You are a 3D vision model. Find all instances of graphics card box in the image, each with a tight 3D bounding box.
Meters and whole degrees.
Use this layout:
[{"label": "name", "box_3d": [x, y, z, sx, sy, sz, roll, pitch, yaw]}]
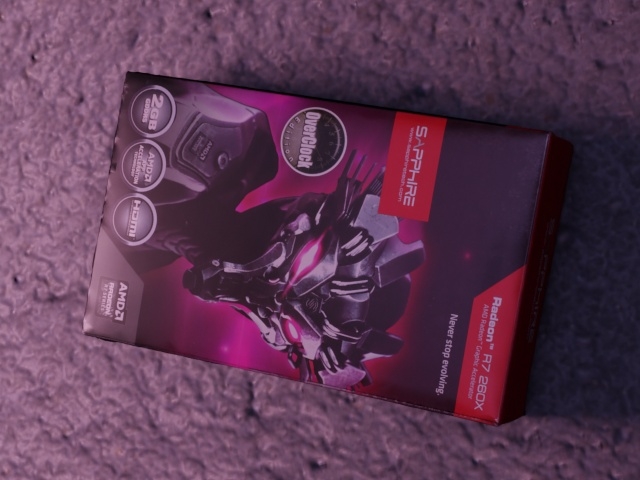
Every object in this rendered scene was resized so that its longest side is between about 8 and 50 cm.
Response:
[{"label": "graphics card box", "box_3d": [0.000, 0.000, 1.041, 0.371, 0.094, 0.232, 11, 93, 19]}]
